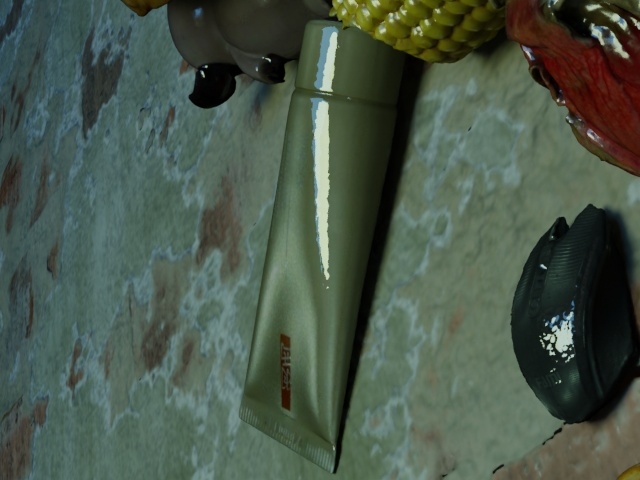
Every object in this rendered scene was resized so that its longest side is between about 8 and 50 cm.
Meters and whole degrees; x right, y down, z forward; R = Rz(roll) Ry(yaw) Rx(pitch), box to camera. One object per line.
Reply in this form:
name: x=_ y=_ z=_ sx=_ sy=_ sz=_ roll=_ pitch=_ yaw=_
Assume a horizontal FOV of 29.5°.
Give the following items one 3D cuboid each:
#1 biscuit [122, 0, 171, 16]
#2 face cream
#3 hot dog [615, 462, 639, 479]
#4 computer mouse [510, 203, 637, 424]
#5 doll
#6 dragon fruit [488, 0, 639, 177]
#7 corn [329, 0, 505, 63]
biscuit: x=-0.057 y=-0.330 z=1.072 sx=0.359 sy=0.046 sz=0.359 roll=-32 pitch=26 yaw=18
face cream: x=0.000 y=0.000 z=0.968 sx=0.137 sy=0.084 sz=0.341 roll=19 pitch=101 yaw=51
hot dog: x=0.221 y=0.139 z=0.528 sx=0.250 sy=0.076 sz=0.104 roll=-21 pitch=40 yaw=51
computer mouse: x=0.144 y=0.041 z=0.722 sx=0.079 sy=0.047 sz=0.135 roll=-24 pitch=55 yaw=53
doll: x=-0.054 y=-0.224 z=1.101 sx=0.257 sy=0.117 sz=0.182 roll=-17 pitch=69 yaw=55
dragon fruit: x=0.169 y=-0.146 z=0.637 sx=0.218 sy=0.148 sz=0.223 roll=-58 pitch=28 yaw=37
corn: x=0.142 y=-0.255 z=0.767 sx=0.387 sy=0.144 sz=0.144 roll=-53 pitch=36 yaw=41
